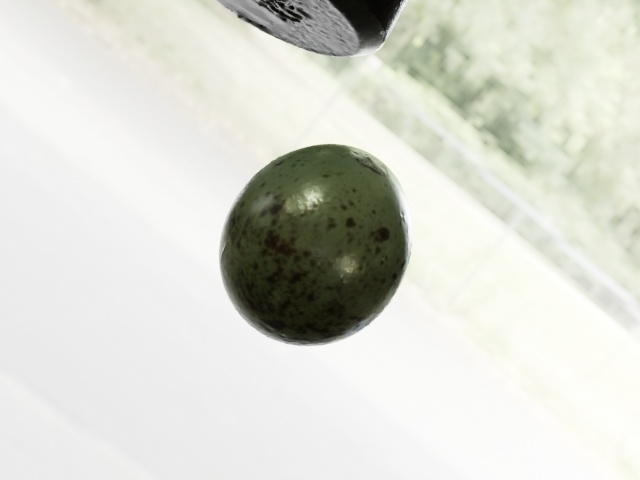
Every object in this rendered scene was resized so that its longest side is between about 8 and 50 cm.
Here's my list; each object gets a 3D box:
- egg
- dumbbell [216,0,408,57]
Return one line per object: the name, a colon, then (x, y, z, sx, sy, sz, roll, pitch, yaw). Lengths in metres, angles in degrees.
egg: (0.000, 0.000, 0.901, 0.085, 0.085, 0.110, 39, 37, 0)
dumbbell: (0.014, -0.225, 1.058, 0.152, 0.218, 0.152, 26, -11, 6)
